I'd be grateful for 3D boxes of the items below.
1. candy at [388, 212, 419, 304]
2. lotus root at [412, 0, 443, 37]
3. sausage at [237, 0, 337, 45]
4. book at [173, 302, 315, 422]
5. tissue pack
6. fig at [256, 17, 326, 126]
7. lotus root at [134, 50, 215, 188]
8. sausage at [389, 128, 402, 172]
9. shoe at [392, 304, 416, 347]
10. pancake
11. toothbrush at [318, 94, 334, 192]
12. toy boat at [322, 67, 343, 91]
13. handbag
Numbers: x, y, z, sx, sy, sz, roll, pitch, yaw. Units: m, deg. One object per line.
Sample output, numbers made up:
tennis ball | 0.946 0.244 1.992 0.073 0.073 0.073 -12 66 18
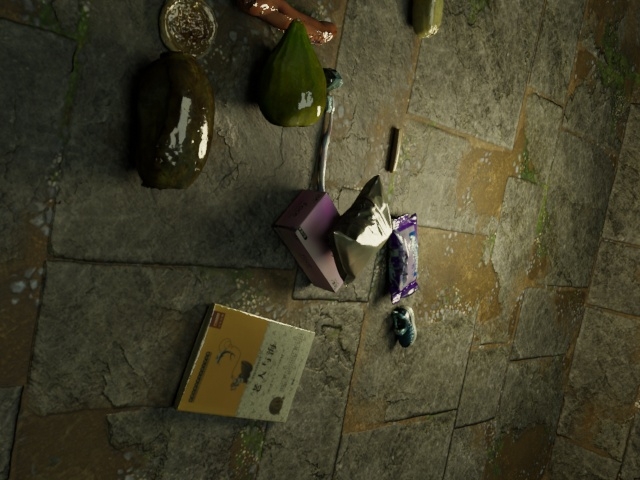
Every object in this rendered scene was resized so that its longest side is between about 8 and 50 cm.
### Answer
candy | 0.259 0.053 1.991 0.145 0.070 0.275 -19 110 -48
lotus root | 0.303 -0.672 1.828 0.090 0.077 0.183 -23 120 -47
sausage | -0.073 -0.517 1.494 0.304 0.078 0.078 8 95 -49
book | -0.179 0.325 1.648 0.389 0.032 0.268 23 83 -47
tissue pack | 0.000 0.000 1.695 0.148 0.092 0.246 -53 132 -24
fig | -0.071 -0.370 1.492 0.167 0.167 0.233 4 73 -46
lotus root | -0.290 -0.236 1.292 0.152 0.160 0.274 0 101 -35
sausage | 0.222 -0.264 1.897 0.024 0.024 0.132 1 99 -45
shoe | 0.265 0.281 2.062 0.071 0.064 0.142 -22 113 -41
pancake | -0.276 -0.447 1.344 0.139 0.022 0.139 -15 111 -41
toothbrush | 0.014 -0.247 1.694 0.027 0.021 0.269 -2 102 -32
toy boat | 0.015 -0.391 1.570 0.066 0.140 0.059 3 99 -30
handbag | 0.106 -0.033 1.650 0.270 0.117 0.182 -55 145 -32
